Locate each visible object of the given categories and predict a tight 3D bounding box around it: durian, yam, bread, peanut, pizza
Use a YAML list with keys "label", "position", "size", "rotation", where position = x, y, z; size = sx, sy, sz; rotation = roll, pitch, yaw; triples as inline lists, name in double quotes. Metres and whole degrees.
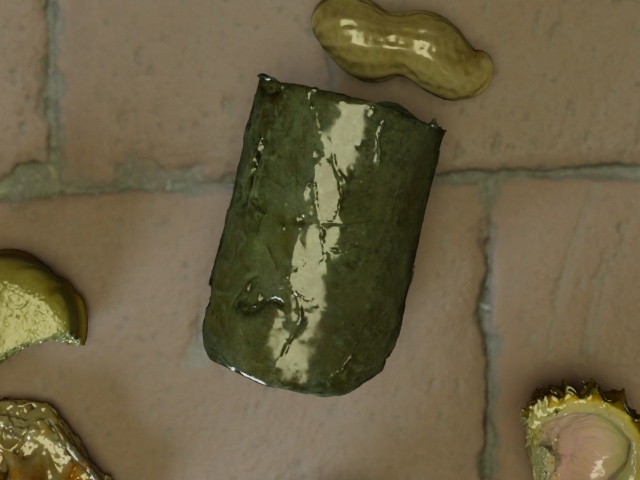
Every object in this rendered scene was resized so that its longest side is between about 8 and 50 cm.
- label: "durian"
  position: [0.263, 0.236, 1.546]
  size: [0.140, 0.078, 0.224]
  rotation: [-2, 110, -8]
- label: "yam"
  position: [0.000, 0.000, 1.466]
  size: [0.195, 0.195, 0.300]
  rotation: [14, 99, 1]
- label: "bread"
  position: [-0.327, 0.072, 1.550]
  size: [0.156, 0.086, 0.125]
  rotation: [-20, 91, 4]
- label: "peanut"
  position: [0.080, -0.190, 1.486]
  size: [0.187, 0.082, 0.082]
  rotation: [13, 100, 0]
- label: "pizza"
  position: [-0.338, 0.255, 1.586]
  size: [0.189, 0.071, 0.297]
  rotation: [-42, 94, 10]
